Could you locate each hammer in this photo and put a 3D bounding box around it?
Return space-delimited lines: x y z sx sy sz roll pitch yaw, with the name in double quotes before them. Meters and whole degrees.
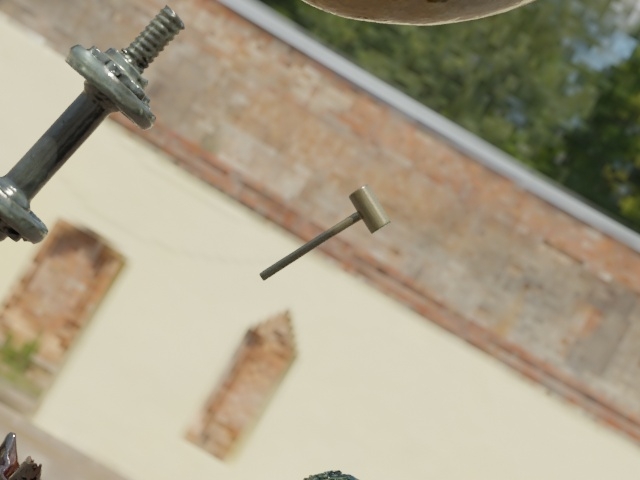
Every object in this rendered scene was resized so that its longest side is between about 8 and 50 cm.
"hammer" 0.000 0.000 1.503 0.035 0.110 0.019 58 1 4

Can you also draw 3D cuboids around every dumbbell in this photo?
"dumbbell" -0.188 -0.068 1.373 0.081 0.254 0.081 42 -2 1

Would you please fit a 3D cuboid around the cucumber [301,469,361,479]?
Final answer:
"cucumber" 0.063 0.194 1.127 0.245 0.067 0.067 28 -3 -38

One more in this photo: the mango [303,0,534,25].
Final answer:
"mango" 0.087 -0.229 1.258 0.146 0.316 0.193 48 -37 35

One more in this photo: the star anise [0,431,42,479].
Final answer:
"star anise" -0.186 0.189 1.159 0.053 0.212 0.157 12 -29 -30
